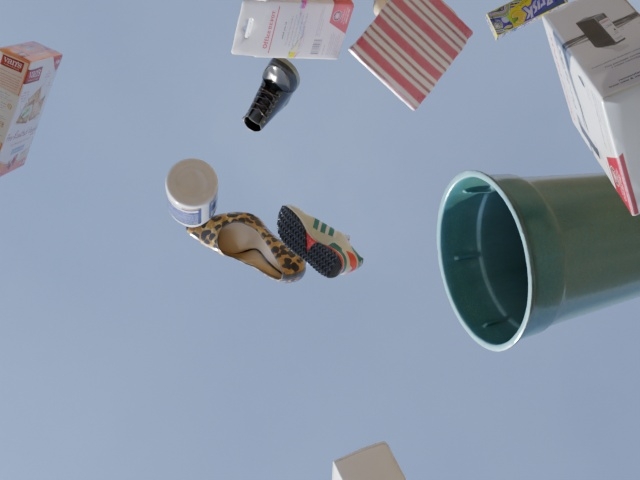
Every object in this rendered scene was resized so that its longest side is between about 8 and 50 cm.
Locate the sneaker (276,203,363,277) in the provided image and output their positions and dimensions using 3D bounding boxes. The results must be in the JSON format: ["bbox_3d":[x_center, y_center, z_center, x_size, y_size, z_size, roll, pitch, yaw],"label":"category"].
[{"bbox_3d":[0.000,0.000,1.472,0.075,0.057,0.161,-6,-143,-45],"label":"sneaker"}]

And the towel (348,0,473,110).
[{"bbox_3d":[0.144,-0.314,1.518,0.144,0.029,0.197,41,-115,-10],"label":"towel"}]

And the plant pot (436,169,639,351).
[{"bbox_3d":[0.450,0.014,1.836,0.334,0.341,0.341,-9,-121,-19],"label":"plant pot"}]

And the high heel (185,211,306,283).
[{"bbox_3d":[-0.150,0.015,1.856,0.261,0.093,0.186,11,-161,4],"label":"high heel"}]

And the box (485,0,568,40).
[{"bbox_3d":[0.450,-0.504,2.099,0.054,0.169,0.059,-18,-97,-84],"label":"box"}]

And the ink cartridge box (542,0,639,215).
[{"bbox_3d":[0.412,-0.197,1.309,0.273,0.114,0.197,-97,-17,-55],"label":"ink cartridge box"}]

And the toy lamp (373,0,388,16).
[{"bbox_3d":[0.101,-0.430,1.641,0.080,0.080,0.274,-15,-84,-50],"label":"toy lamp"}]

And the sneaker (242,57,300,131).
[{"bbox_3d":[-0.117,-0.336,2.249,0.083,0.222,0.118,34,-113,6],"label":"sneaker"}]

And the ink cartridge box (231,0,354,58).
[{"bbox_3d":[-0.056,-0.376,1.638,0.198,0.115,0.067,-3,-134,-24],"label":"ink cartridge box"}]

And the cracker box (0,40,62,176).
[{"bbox_3d":[-0.550,-0.233,1.712,0.067,0.232,0.155,24,-163,-1],"label":"cracker box"}]

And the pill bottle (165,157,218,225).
[{"bbox_3d":[-0.168,-0.058,1.255,0.067,0.120,0.067,2,-106,-7],"label":"pill bottle"}]

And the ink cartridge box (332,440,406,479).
[{"bbox_3d":[0.097,0.423,1.376,0.092,0.158,0.218,-17,-127,-15],"label":"ink cartridge box"}]
